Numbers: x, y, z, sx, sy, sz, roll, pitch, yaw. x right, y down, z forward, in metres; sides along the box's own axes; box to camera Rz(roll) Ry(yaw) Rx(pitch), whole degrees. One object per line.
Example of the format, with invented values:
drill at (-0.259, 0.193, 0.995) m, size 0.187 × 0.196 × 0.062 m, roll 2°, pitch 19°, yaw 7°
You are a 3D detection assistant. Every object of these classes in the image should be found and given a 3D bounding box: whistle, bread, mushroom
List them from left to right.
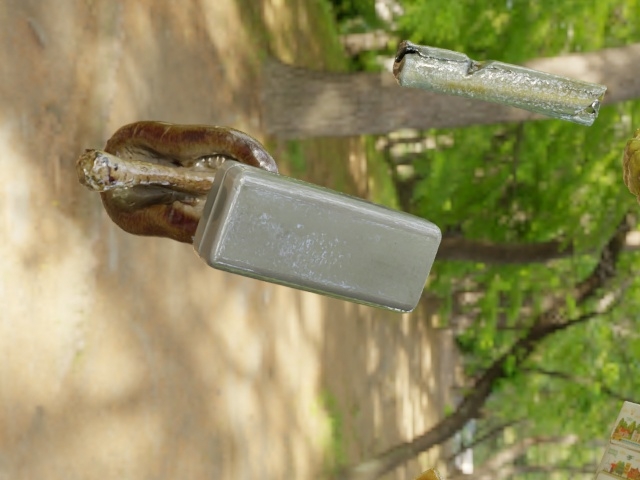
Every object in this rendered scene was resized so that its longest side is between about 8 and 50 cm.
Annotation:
mushroom at (-0.175, -0.065, 1.286) m, size 0.217 × 0.226 × 0.148 m, roll 1°, pitch 88°, yaw -72°
bread at (0.155, 0.408, 1.871) m, size 0.049 × 0.103 × 0.062 m, roll 47°, pitch 12°, yaw -41°
whistle at (0.268, -0.234, 1.766) m, size 0.057 × 0.326 × 0.068 m, roll -104°, pitch -152°, yaw -64°

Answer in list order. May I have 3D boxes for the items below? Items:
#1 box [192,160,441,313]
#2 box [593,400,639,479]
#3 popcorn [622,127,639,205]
box at (0.000, 0.000, 1.174) m, size 0.055 × 0.243 × 0.103 m, roll 33°, pitch -75°, yaw 59°
box at (0.372, 0.308, 1.414) m, size 0.122 × 0.032 × 0.220 m, roll 9°, pitch -108°, yaw 59°
popcorn at (0.553, -0.108, 1.682) m, size 0.200 × 0.226 × 0.203 m, roll 48°, pitch 62°, yaw -29°
